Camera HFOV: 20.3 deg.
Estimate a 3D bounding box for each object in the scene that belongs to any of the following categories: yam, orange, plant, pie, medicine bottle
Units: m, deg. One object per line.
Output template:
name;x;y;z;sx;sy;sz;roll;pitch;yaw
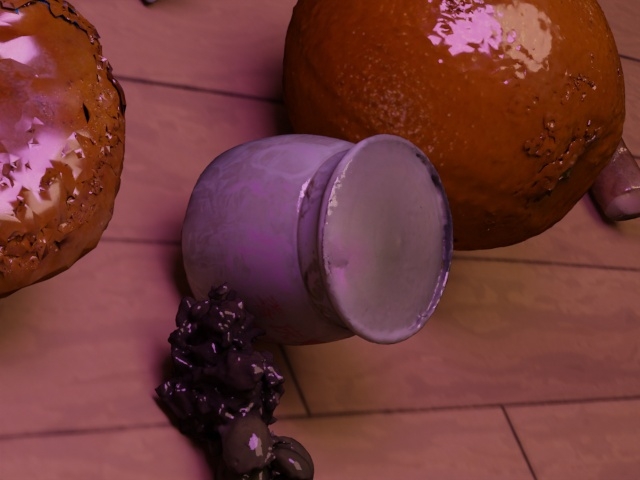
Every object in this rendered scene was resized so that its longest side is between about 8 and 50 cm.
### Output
yam;0.255;-0.152;1.825;0.066;0.066;0.300;1;58;-52
orange;0.104;-0.124;1.416;0.274;0.274;0.274;33;37;-29
plant;-0.051;0.115;1.168;0.087;0.085;0.174;-18;78;-31
pie;-0.241;-0.082;1.050;0.273;0.069;0.273;13;55;-19
medicine bottle;0.000;0.000;1.232;0.147;0.143;0.147;-2;93;-50

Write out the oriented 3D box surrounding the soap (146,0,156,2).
soap;-0.154;-0.295;1.433;0.198;0.066;0.119;51;30;-4
